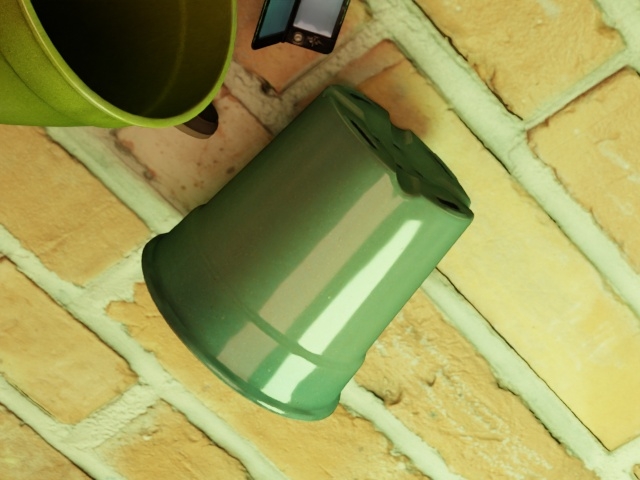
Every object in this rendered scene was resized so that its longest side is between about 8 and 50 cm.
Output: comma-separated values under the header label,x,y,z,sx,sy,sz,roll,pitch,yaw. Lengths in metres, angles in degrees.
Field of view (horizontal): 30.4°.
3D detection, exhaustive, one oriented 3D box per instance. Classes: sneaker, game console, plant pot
label,x,y,z,sx,sy,sz,roll,pitch,yaw
sneaker,-0.181,-0.237,1.522,0.118,0.083,0.222,-31,115,20
game console,-0.019,-0.290,1.486,0.107,0.071,0.122,17,123,-8
plant pot,-0.345,-0.279,1.352,0.352,0.366,0.367,-9,124,32
plant pot,0.000,0.000,1.540,0.341,0.341,0.334,36,110,-19
